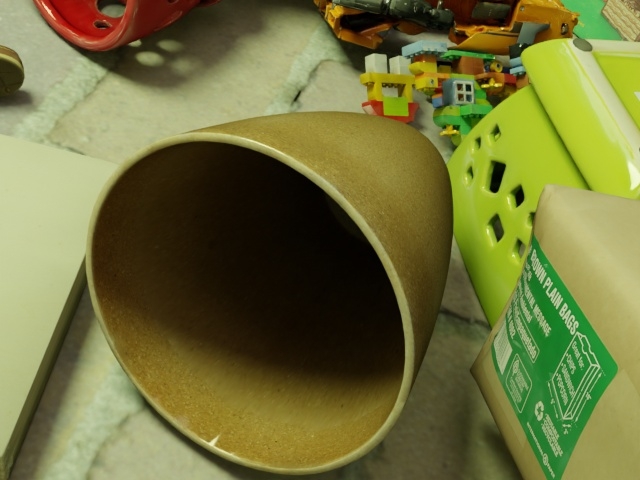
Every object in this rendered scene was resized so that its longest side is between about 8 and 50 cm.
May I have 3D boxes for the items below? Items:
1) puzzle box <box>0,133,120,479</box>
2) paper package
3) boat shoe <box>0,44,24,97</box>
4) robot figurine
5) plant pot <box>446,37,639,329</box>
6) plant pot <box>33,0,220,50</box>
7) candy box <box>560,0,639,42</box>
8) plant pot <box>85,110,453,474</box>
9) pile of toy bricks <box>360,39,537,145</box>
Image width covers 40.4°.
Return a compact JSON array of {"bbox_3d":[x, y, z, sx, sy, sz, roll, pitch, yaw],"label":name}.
[{"bbox_3d":[-0.378,0.001,0.622,0.408,0.052,0.272,14,48,-4],"label":"puzzle box"},{"bbox_3d":[0.285,0.126,0.511,0.309,0.168,0.325,11,27,-14],"label":"paper package"},{"bbox_3d":[-0.352,-0.164,0.762,0.177,0.064,0.060,1,52,-13],"label":"boat shoe"},{"bbox_3d":[0.120,-0.259,0.953,0.290,0.085,0.211,2,30,-15],"label":"robot figurine"},{"bbox_3d":[0.262,-0.040,0.749,0.228,0.207,0.227,-1,50,-19],"label":"plant pot"},{"bbox_3d":[-0.180,-0.301,0.848,0.191,0.191,0.174,40,48,17],"label":"plant pot"},{"bbox_3d":[0.383,-0.384,1.002,0.122,0.317,0.268,-22,60,-31],"label":"candy box"},{"bbox_3d":[0.000,0.000,0.646,0.237,0.237,0.254,32,33,11],"label":"plant pot"},{"bbox_3d":[0.154,-0.137,0.884,0.212,0.118,0.105,-3,90,-33],"label":"pile of toy bricks"}]
